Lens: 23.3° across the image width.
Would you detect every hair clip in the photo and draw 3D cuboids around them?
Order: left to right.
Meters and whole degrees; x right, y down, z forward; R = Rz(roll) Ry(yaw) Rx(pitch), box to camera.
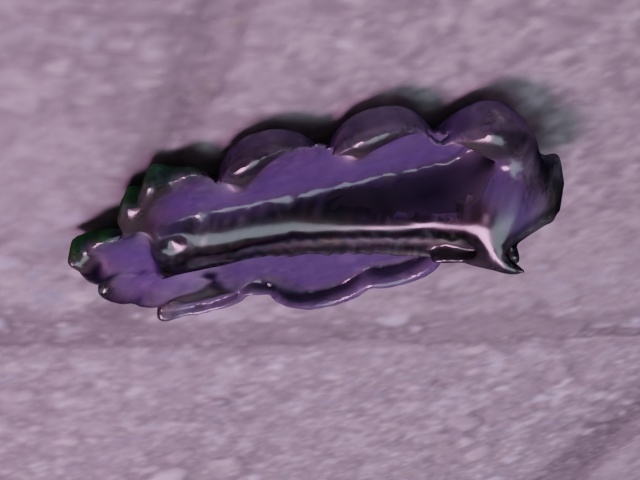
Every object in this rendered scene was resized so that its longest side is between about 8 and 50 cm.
[{"bbox_3d":[0.000,0.001,0.613,0.196,0.052,0.124,-9,144,2],"label":"hair clip"}]
